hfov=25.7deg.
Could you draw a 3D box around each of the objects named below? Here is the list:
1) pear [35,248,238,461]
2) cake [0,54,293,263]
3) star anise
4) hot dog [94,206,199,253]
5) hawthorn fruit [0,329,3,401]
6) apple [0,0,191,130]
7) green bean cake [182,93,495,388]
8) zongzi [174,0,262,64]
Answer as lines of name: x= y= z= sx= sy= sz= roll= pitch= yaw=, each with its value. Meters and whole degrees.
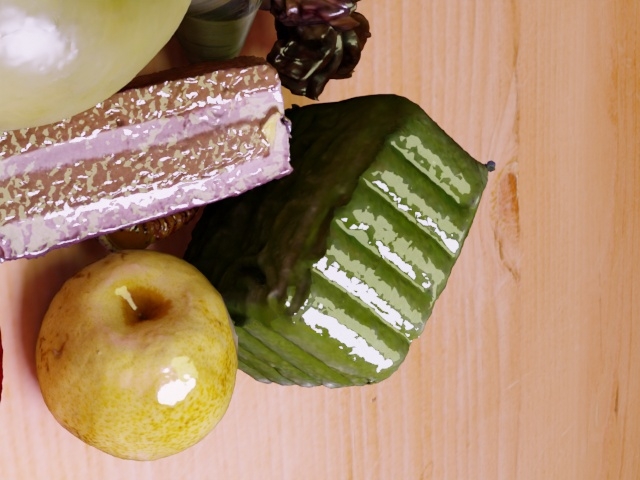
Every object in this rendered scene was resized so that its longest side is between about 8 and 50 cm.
pear: x=-0.148 y=0.098 z=1.150 sx=0.178 sy=0.178 sz=0.178 roll=-22 pitch=115 yaw=-56
cake: x=-0.140 y=-0.073 z=1.124 sx=0.295 sy=0.113 sz=0.116 roll=-22 pitch=105 yaw=-32
star anise: x=-0.013 y=-0.223 z=1.312 sx=0.220 sy=0.126 sz=0.190 roll=87 pitch=-7 yaw=-63
hot dog: x=-0.139 y=-0.054 z=1.228 sx=0.192 sy=0.053 sz=0.099 roll=-44 pitch=129 yaw=-47
hawthorn fruit: x=-0.312 y=0.102 z=0.793 sx=0.265 sy=0.265 sz=0.307 roll=-44 pitch=155 yaw=-47
apple: x=-0.216 y=-0.211 z=0.859 sx=0.292 sy=0.254 sz=0.292 roll=-13 pitch=105 yaw=-57
green bean cake: x=0.000 y=0.000 z=1.253 sx=0.156 sy=0.250 sz=0.247 roll=38 pitch=69 yaw=-23
zongzi: x=-0.086 y=-0.320 z=1.213 sx=0.317 sy=0.154 sz=0.289 roll=90 pitch=14 yaw=-66
